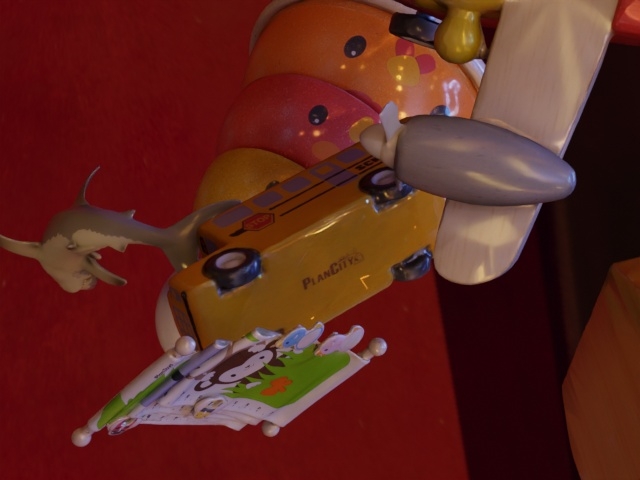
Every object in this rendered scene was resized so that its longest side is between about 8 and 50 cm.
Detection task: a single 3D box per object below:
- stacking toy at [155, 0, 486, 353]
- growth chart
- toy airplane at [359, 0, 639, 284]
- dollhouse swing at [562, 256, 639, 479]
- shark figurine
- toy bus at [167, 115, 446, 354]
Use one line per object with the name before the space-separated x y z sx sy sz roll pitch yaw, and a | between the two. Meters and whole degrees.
stacking toy | -0.024 -0.033 1.621 0.350 0.350 0.480 45 55 -17
growth chart | -0.067 0.118 1.173 0.237 0.021 0.172 6 140 -45
toy airplane | 0.169 -0.208 1.084 0.384 0.272 0.386 -32 68 26
dollhouse swing | 0.313 0.186 0.785 0.315 0.347 0.305 -1 66 2
shark figurine | -0.224 -0.024 1.469 0.166 0.278 0.116 32 63 -33
toy bus | 0.000 0.000 1.372 0.332 0.130 0.108 -29 122 -23
